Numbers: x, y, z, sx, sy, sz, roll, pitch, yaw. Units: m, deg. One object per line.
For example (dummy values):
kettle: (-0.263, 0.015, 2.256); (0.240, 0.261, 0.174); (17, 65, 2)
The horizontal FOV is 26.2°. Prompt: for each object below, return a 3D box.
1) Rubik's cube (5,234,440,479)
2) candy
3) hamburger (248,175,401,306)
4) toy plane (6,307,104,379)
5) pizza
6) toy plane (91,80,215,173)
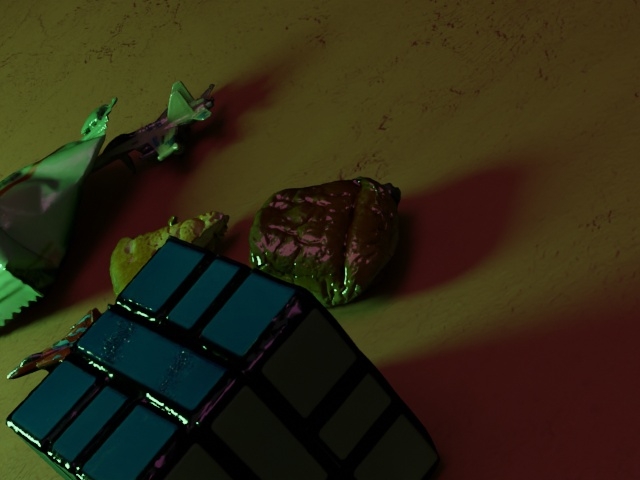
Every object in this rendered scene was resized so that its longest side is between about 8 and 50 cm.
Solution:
Rubik's cube: (-0.097, 0.206, 1.434); (0.288, 0.293, 0.283); (19, 65, 50)
candy: (-0.454, -0.038, 2.176); (0.263, 0.172, 0.398); (-22, 30, 45)
hamburger: (0.000, 0.000, 1.731); (0.206, 0.130, 0.183); (-14, 43, 29)
toy plane: (-0.358, 0.160, 1.938); (0.189, 0.061, 0.130); (-32, 34, 17)
pizza: (-0.207, 0.024, 1.951); (0.194, 0.069, 0.154); (-31, 34, 0)
toy plane: (-0.275, -0.161, 2.228); (0.262, 0.088, 0.192); (-36, 27, 22)
